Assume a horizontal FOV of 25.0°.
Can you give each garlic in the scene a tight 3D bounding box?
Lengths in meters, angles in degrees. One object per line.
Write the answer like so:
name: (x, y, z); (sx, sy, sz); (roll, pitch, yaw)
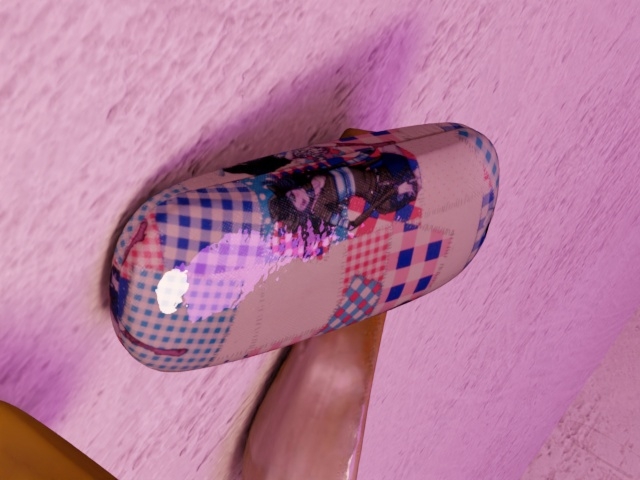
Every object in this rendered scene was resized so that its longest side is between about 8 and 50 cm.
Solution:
garlic: (-0.002, 0.166, 1.289); (0.143, 0.112, 0.318); (-83, -166, -81)

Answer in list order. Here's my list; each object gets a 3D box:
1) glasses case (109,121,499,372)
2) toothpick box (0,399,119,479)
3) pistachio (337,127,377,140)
glasses case: (0.000, 0.000, 0.982); (0.327, 0.076, 0.125); (-16, 123, -38)
toothpick box: (-0.204, 0.240, 0.802); (0.271, 0.175, 0.175); (-52, 161, -9)
pistachio: (0.039, -0.006, 1.135); (0.189, 0.100, 0.110); (97, 20, -58)
